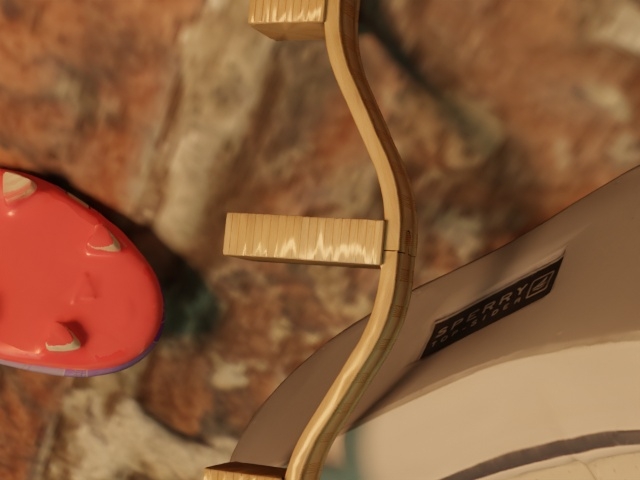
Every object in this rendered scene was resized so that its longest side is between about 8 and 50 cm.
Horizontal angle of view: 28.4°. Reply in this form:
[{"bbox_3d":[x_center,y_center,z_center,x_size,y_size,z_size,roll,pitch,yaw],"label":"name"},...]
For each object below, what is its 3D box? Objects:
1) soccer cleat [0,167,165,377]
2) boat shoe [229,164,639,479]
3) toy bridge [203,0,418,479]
[{"bbox_3d":[-0.181,0.009,0.575,0.248,0.083,0.095,14,159,11],"label":"soccer cleat"},{"bbox_3d":[0.128,0.070,0.418,0.156,0.136,0.367,47,134,-12],"label":"boat shoe"},{"bbox_3d":[0.000,0.000,0.427,0.063,0.026,0.188,4,85,24],"label":"toy bridge"}]
